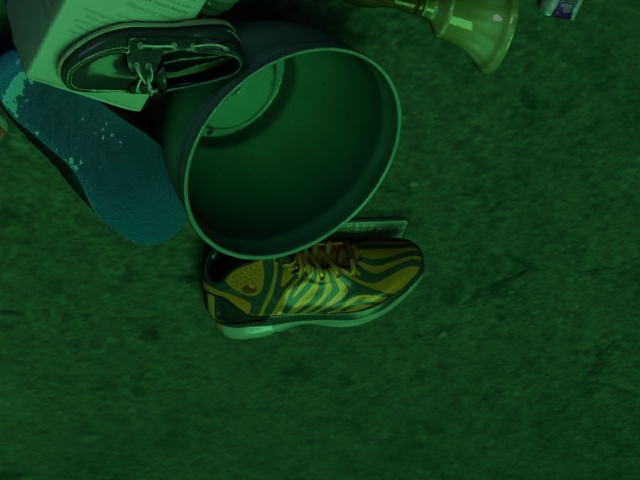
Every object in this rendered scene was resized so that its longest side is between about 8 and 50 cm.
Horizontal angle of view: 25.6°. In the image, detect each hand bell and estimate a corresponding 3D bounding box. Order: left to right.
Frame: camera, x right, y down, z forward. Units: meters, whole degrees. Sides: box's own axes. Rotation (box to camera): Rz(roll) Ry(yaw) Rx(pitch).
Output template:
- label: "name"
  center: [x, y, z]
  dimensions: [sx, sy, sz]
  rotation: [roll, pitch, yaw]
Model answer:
- label: "hand bell"
  center: [0.115, -0.299, 1.779]
  dimensions: [0.242, 0.126, 0.126]
  rotation: [12, 126, -15]

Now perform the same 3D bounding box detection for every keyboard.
- label: "keyboard"
  center: [0.000, 0.000, 2.043]
  dimensions: [0.256, 0.014, 0.072]
  rotation: [-2, 131, -20]

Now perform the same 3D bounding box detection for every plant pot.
- label: "plant pot"
  center: [-0.075, -0.151, 1.728]
  dimensions: [0.293, 0.196, 0.293]
  rotation: [-19, 134, -22]

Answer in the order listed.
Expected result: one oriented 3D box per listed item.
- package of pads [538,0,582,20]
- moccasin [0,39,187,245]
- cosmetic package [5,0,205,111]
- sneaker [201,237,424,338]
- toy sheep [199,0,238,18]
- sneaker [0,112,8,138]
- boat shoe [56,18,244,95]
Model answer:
- label: "package of pads"
  center: [0.327, -0.334, 1.861]
  dimensions: [0.050, 0.032, 0.083]
  rotation: [6, 128, -23]
- label: "moccasin"
  center: [-0.278, -0.134, 1.740]
  dimensions: [0.138, 0.117, 0.342]
  rotation: [-38, 130, -4]
- label: "cosmetic package"
  center: [-0.243, -0.276, 1.593]
  dimensions: [0.151, 0.151, 0.183]
  rotation: [15, 124, -33]
- label: "sneaker"
  center: [-0.012, 0.034, 1.971]
  dimensions: [0.321, 0.124, 0.180]
  rotation: [-16, 141, -5]
- label: "toy sheep"
  center: [-0.125, -0.314, 1.655]
  dimensions: [0.091, 0.091, 0.132]
  rotation: [15, 141, -32]
- label: "sneaker"
  center: [-0.418, -0.162, 1.595]
  dimensions: [0.136, 0.116, 0.314]
  rotation: [7, 156, -16]
- label: "boat shoe"
  center: [-0.183, -0.194, 1.540]
  dimensions: [0.206, 0.065, 0.075]
  rotation: [-12, 135, -15]
